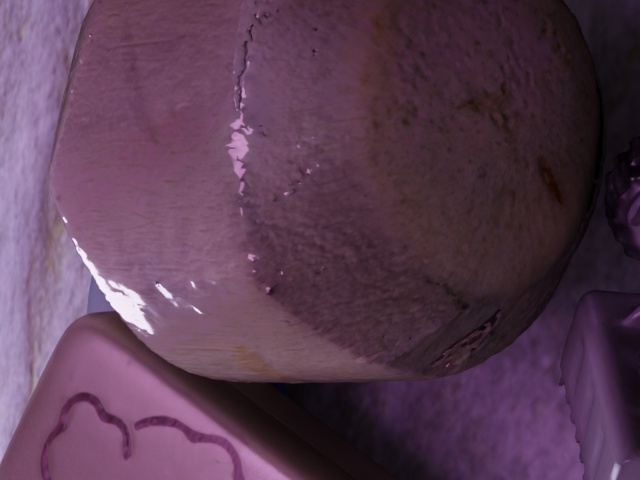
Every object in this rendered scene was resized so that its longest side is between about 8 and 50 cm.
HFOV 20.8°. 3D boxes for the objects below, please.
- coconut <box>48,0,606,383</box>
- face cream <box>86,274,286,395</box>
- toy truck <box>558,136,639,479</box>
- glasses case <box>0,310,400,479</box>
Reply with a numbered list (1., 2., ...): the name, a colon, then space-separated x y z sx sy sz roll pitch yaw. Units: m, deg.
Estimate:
1. coconut: -0.007 -0.043 0.740 0.234 0.224 0.224 -7 86 56
2. face cream: -0.077 0.103 0.940 0.149 0.083 0.264 -6 86 44
3. toy truck: 0.175 -0.016 0.630 0.136 0.111 0.286 -92 19 -53
4. glasses case: -0.008 0.172 0.801 0.336 0.076 0.144 33 106 28
